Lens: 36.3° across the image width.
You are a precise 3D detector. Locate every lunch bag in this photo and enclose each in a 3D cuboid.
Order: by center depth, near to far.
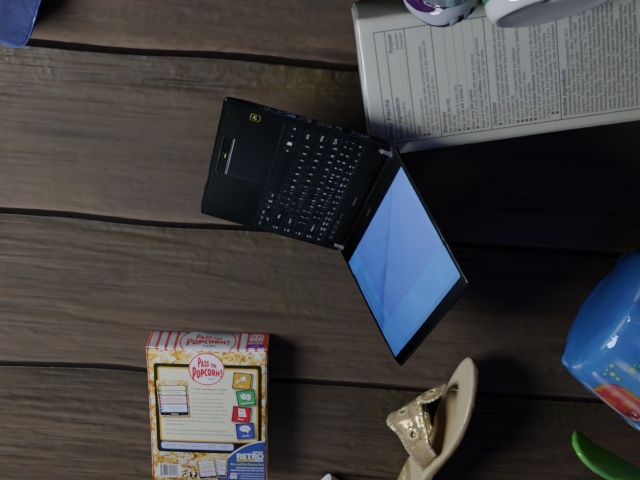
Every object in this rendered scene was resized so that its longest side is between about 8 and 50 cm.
[{"bbox_3d":[-0.324,-0.249,1.005,0.067,0.065,0.098,18,112,-24],"label":"lunch bag"}]

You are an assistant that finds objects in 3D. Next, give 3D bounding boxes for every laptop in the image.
[{"bbox_3d":[0.000,0.000,1.009,0.264,0.137,0.234,15,150,-6],"label":"laptop"}]

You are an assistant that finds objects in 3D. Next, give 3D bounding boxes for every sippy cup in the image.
[{"bbox_3d":[0.406,0.130,1.088,0.224,0.240,0.306,32,79,-2],"label":"sippy cup"}]

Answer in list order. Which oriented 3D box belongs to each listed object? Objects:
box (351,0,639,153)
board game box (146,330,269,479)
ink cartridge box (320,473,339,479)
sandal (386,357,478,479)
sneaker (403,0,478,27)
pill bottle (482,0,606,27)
[{"bbox_3d":[0.193,-0.188,0.996,0.311,0.121,0.148,-6,113,3],"label":"box"},{"bbox_3d":[-0.136,0.208,1.207,0.146,0.045,0.194,2,113,0],"label":"board game box"},{"bbox_3d":[0.041,0.444,1.276,0.237,0.100,0.172,40,108,-16],"label":"ink cartridge box"},{"bbox_3d":[0.115,0.242,1.198,0.079,0.088,0.240,14,117,-12],"label":"sandal"},{"bbox_3d":[0.065,-0.299,0.914,0.083,0.098,0.223,-41,65,-14],"label":"sneaker"},{"bbox_3d":[0.184,-0.304,0.860,0.117,0.117,0.209,-11,89,5],"label":"pill bottle"}]
